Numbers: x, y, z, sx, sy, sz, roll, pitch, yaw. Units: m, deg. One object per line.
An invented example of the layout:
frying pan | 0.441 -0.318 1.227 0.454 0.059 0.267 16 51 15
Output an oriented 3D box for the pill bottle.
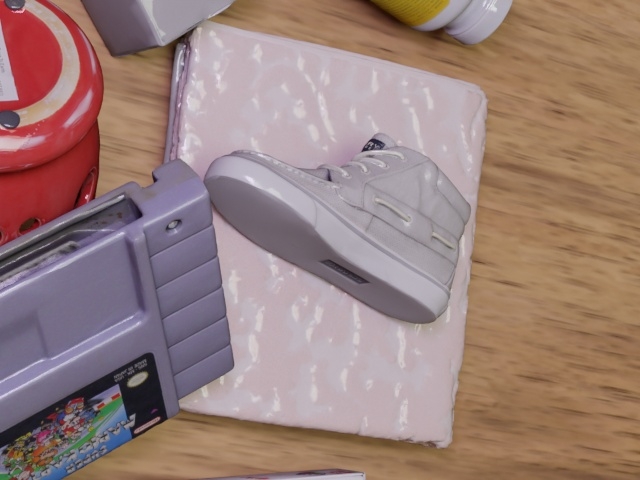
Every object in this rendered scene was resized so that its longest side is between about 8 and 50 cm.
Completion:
pill bottle | 0.079 -0.248 1.533 0.184 0.103 0.103 30 74 -28

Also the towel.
towel | 0.000 0.000 1.510 0.317 0.053 0.332 11 83 -31

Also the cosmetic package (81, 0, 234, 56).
cosmetic package | -0.155 -0.279 1.390 0.127 0.107 0.238 -34 110 -28

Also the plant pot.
plant pot | -0.244 -0.078 1.244 0.191 0.174 0.191 10 52 -14

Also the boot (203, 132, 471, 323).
boot | 0.020 -0.038 1.451 0.258 0.095 0.123 34 65 -35

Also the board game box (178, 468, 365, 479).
board game box | -0.099 0.295 1.441 0.305 0.053 0.193 1 88 -32

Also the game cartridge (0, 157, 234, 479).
game cartridge | -0.227 0.104 1.259 0.355 0.068 0.230 -29 140 -18
